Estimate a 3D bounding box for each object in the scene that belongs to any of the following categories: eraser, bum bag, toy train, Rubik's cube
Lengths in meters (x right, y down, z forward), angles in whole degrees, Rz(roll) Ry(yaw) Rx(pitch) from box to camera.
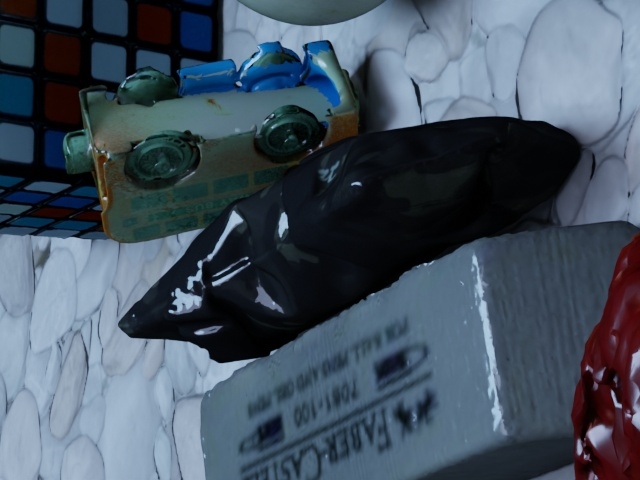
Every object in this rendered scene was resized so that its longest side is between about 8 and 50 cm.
[{"bbox_3d":[0.048,0.091,1.098,0.352,0.077,0.111,-32,57,52],"label":"eraser"},{"bbox_3d":[0.000,0.000,1.134,0.340,0.144,0.095,-29,73,53],"label":"bum bag"},{"bbox_3d":[-0.067,-0.062,1.229,0.099,0.188,0.072,90,164,-55],"label":"toy train"},{"bbox_3d":[-0.193,-0.107,1.431,0.182,0.187,0.184,-21,69,55],"label":"Rubik's cube"}]

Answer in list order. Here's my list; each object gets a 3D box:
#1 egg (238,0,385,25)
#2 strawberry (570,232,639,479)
[{"bbox_3d":[-0.015,-0.219,1.194,0.151,0.151,0.209,-60,37,32],"label":"egg"},{"bbox_3d":[0.227,0.042,0.673,0.257,0.257,0.277,-3,50,58],"label":"strawberry"}]
